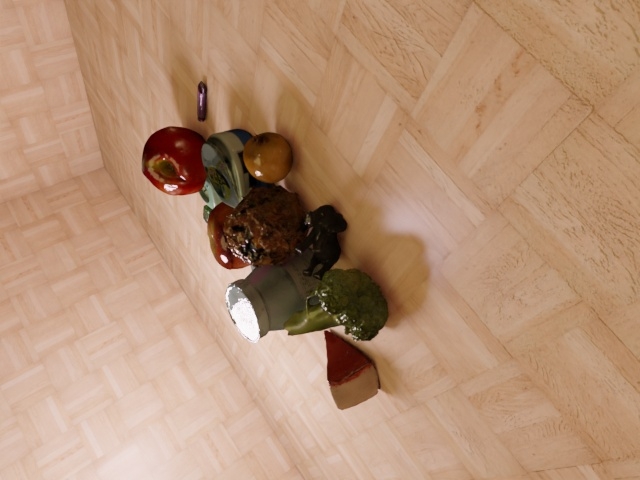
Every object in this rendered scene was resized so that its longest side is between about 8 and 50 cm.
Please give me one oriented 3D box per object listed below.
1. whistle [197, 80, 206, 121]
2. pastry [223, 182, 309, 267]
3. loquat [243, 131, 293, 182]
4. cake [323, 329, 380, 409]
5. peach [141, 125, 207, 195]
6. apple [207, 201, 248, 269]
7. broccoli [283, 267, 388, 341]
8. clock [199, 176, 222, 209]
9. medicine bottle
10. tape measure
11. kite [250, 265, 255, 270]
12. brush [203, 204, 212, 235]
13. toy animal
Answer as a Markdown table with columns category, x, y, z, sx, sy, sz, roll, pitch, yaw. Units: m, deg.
| category | x | y | z | sx | sy | sz | roll | pitch | yaw |
| --- | --- | --- | --- | --- | --- | --- | --- | --- | --- |
| whistle | -0.426 | -0.494 | 1.693 | 0.033 | 0.033 | 0.176 | 52 | 151 | 16 |
| pastry | -0.161 | -0.050 | 1.416 | 0.275 | 0.274 | 0.193 | 49 | 163 | 21 |
| loquat | -0.150 | -0.239 | 1.353 | 0.163 | 0.137 | 0.163 | 61 | 168 | 23 |
| cake | 0.055 | 0.450 | 1.618 | 0.262 | 0.159 | 0.158 | 25 | 138 | 51 |
| peach | -0.559 | -0.320 | 1.881 | 0.338 | 0.280 | 0.281 | -82 | -26 | -70 |
| apple | -0.307 | -0.025 | 1.748 | 0.251 | 0.206 | 0.272 | 50 | 149 | 42 |
| broccoli | 0.071 | 0.188 | 1.346 | 0.254 | 0.186 | 0.302 | 21 | 153 | -16 |
| clock | -0.473 | -0.224 | 1.988 | 0.188 | 0.060 | 0.148 | 37 | 144 | 39 |
| medicine bottle | -0.133 | 0.176 | 1.514 | 0.245 | 0.289 | 0.245 | 30 | 133 | 39 |
| tape measure | -0.285 | -0.237 | 1.583 | 0.259 | 0.138 | 0.262 | 23 | 134 | 48 |
| kite | -0.238 | 0.163 | 2.000 | 0.245 | 0.015 | 0.141 | 10 | 126 | 57 |
| brush | -0.524 | -0.086 | 2.218 | 0.054 | 0.048 | 0.282 | 55 | 153 | 17 |
| toy animal | -0.005 | -0.003 | 1.317 | 0.114 | 0.146 | 0.245 | 27 | 144 | 18 |
